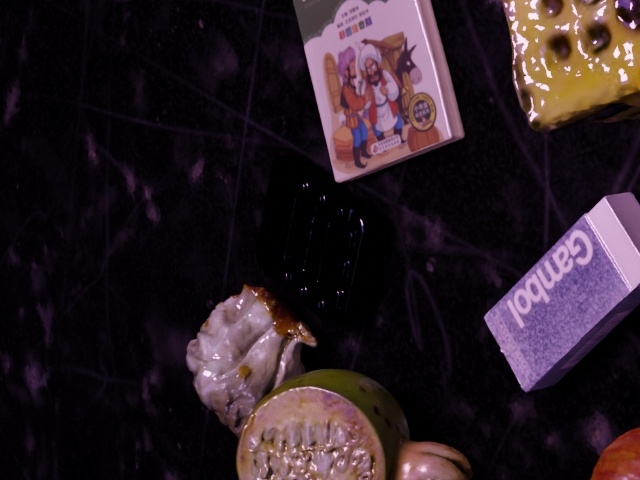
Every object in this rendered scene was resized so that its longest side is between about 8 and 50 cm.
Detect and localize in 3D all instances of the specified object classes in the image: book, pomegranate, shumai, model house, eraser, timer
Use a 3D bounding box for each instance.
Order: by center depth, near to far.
[{"bbox_3d":[0.290,-0.200,1.400,0.234,0.193,0.175,-23,77,52],"label":"model house"},{"bbox_3d":[0.243,0.051,1.633,0.212,0.046,0.092,-51,59,44],"label":"eraser"},{"bbox_3d":[0.052,-0.211,1.839,0.202,0.027,0.264,-19,83,53],"label":"book"},{"bbox_3d":[0.039,0.221,1.860,0.241,0.159,0.190,-23,88,24],"label":"pomegranate"},{"bbox_3d":[0.000,0.000,1.935,0.187,0.055,0.144,39,125,46],"label":"timer"},{"bbox_3d":[-0.056,0.139,2.007,0.142,0.184,0.184,-36,66,18],"label":"shumai"}]

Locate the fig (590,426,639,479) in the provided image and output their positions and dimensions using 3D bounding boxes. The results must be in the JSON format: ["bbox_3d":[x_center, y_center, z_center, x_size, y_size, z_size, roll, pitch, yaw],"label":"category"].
[{"bbox_3d":[0.327,0.243,1.497,0.202,0.148,0.149,31,166,9],"label":"fig"}]
